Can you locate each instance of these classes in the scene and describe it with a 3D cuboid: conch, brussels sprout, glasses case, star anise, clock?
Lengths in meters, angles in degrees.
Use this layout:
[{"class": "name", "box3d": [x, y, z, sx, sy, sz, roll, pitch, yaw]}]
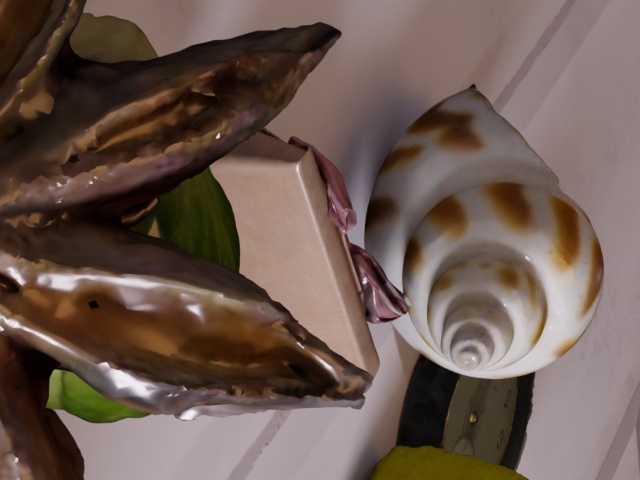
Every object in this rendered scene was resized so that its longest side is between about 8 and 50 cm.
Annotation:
[{"class": "conch", "box3d": [0.107, 0.010, 0.782, 0.149, 0.275, 0.183, -33, 108, -1]}, {"class": "brussels sprout", "box3d": [-0.101, 0.000, 0.495, 0.183, 0.131, 0.145, 67, 39, -49]}, {"class": "glasses case", "box3d": [0.000, 0.000, 0.694, 0.070, 0.102, 0.193, -61, 145, -39]}, {"class": "star anise", "box3d": [-0.139, -0.002, 0.352, 0.332, 0.117, 0.331, 2, 86, -25]}, {"class": "clock", "box3d": [0.138, 0.162, 1.027, 0.215, 0.042, 0.215, -24, 119, -54]}]

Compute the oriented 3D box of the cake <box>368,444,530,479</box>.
[{"class": "cake", "box3d": [0.118, 0.296, 0.901, 0.156, 0.179, 0.260, -54, 140, -34]}]
